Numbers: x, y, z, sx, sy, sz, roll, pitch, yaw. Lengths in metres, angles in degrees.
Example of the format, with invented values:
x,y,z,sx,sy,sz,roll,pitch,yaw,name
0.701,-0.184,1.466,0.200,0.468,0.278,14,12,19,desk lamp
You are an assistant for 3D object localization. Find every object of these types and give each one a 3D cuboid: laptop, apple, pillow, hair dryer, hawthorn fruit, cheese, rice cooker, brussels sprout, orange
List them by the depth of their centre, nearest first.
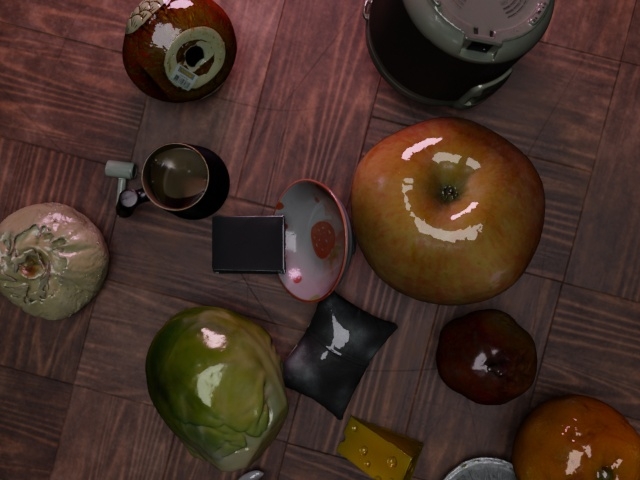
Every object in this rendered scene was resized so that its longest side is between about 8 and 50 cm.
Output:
x,y,z,sx,sy,sz,roll,pitch,yaw,name
0.249,-0.060,1.501,0.391,0.346,0.392,0,85,5,apple
0.270,-0.448,1.510,0.335,0.325,0.335,3,77,-13,rice cooker
0.523,0.446,1.543,0.261,0.261,0.261,0,90,2,orange
0.342,0.247,1.545,0.208,0.248,0.208,0,95,3,hawthorn fruit
-0.211,0.295,1.568,0.268,0.344,0.344,-35,89,-32,brussels sprout
0.029,0.245,1.629,0.186,0.106,0.250,29,94,-5,pillow
0.122,0.459,1.643,0.171,0.126,0.093,24,97,21,cheese
-0.158,0.009,1.653,0.180,0.016,0.129,0,90,21,laptop
-0.449,-0.115,1.685,0.063,0.038,0.124,8,98,4,hair dryer

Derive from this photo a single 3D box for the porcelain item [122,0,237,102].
x,y,z,sx,sy,sz,roll,pitch,yaw,name
-0.313,-0.419,1.608,0.252,0.253,0.253,0,90,2,porcelain item

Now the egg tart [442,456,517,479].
x,y,z,sx,sy,sz,roll,pitch,yaw,name
0.363,0.585,1.624,0.234,0.094,0.234,0,91,5,egg tart

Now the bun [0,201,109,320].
x,y,z,sx,sy,sz,roll,pitch,yaw,name
-0.595,0.040,1.631,0.259,0.152,0.259,0,91,5,bun

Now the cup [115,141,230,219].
x,y,z,sx,sy,sz,roll,pitch,yaw,name
-0.312,-0.100,1.605,0.166,0.177,0.239,42,92,1,cup

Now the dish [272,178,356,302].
x,y,z,sx,sy,sz,roll,pitch,yaw,name
0.000,0.000,1.601,0.085,0.260,0.260,-2,90,-39,dish

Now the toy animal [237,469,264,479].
x,y,z,sx,sy,sz,roll,pitch,yaw,name
-0.215,0.591,1.640,0.130,0.104,0.221,26,91,3,toy animal
